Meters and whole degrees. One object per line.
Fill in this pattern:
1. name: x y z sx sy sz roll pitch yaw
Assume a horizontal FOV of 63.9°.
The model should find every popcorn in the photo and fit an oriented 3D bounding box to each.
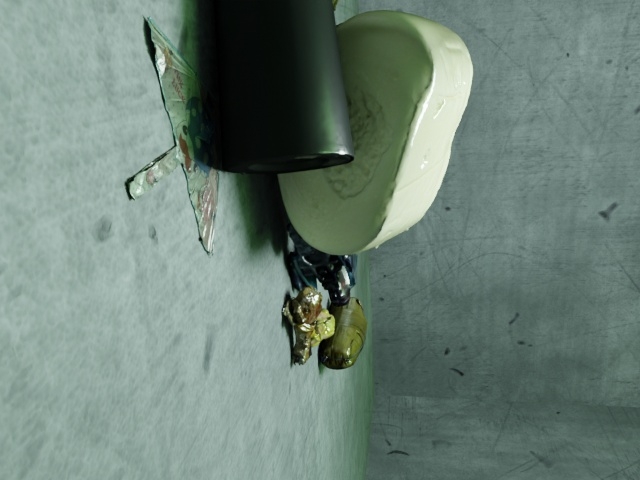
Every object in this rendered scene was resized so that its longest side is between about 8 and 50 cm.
1. popcorn: -0.010 0.228 1.339 0.109 0.097 0.089 -40 127 -58

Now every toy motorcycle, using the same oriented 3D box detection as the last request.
1. toy motorcycle: 0.000 0.000 1.280 0.416 0.172 0.232 57 27 -55

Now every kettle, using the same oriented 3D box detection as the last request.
1. kettle: -0.056 -0.266 0.818 0.262 0.203 0.307 -11 95 -78

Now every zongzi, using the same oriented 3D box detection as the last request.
1. zongzi: 0.084 0.379 1.738 0.286 0.139 0.300 -72 161 -53

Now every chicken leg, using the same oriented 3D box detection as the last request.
1. chicken leg: -0.043 0.199 1.242 0.125 0.081 0.196 -61 158 -49

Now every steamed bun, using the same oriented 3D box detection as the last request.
1. steamed bun: 0.101 -0.218 1.034 0.371 0.290 0.455 -25 137 -56

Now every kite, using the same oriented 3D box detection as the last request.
1. kite: -0.176 -0.122 0.685 0.314 0.012 0.335 -74 160 -57

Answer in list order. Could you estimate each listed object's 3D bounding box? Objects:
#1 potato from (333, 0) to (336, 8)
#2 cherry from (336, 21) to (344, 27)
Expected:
1. potato: -0.039 -0.514 0.967 0.210 0.173 0.307 52 12 -4
2. cherry: 0.085 -0.490 1.505 0.261 0.221 0.307 65 -18 8
